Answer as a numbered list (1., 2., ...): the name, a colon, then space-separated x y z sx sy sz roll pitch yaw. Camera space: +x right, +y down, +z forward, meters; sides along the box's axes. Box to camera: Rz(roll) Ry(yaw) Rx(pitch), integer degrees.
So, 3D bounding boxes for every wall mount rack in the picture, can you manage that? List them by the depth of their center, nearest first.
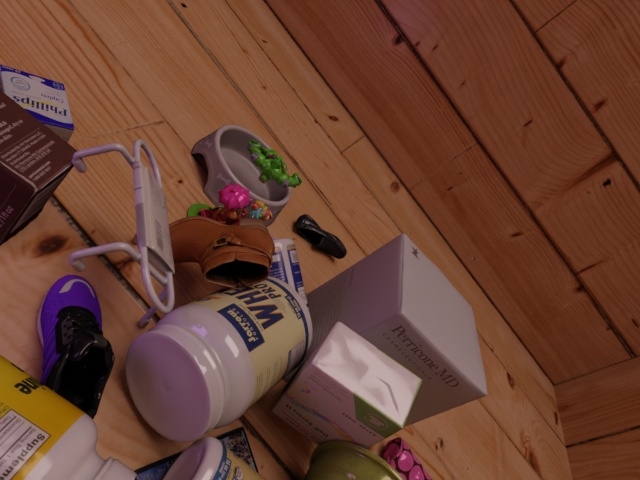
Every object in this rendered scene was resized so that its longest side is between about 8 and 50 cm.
1. wall mount rack: -0.342 0.000 0.805 0.304 0.130 0.350 83 -8 -61

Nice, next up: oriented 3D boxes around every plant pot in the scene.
1. plant pot: 0.024 0.577 0.812 0.253 0.276 0.276 -31 86 -50

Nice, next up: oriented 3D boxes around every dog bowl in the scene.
1. dog bowl: -0.233 -0.214 1.374 0.348 0.102 0.349 37 33 -30

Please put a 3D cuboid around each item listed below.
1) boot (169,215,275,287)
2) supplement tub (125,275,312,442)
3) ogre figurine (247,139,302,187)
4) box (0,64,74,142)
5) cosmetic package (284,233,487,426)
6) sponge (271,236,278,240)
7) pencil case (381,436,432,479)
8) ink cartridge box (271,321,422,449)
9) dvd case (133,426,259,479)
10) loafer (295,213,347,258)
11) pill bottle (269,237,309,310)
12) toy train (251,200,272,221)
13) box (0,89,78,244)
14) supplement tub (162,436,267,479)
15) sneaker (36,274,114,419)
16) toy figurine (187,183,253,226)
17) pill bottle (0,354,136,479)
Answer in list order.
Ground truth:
1. boot: -0.238 0.037 0.924 0.283 0.109 0.220 -3 27 -8
2. supplement tub: -0.185 0.217 0.864 0.236 0.235 0.324 58 29 5
3. ogre figurine: -0.146 -0.226 1.316 0.197 0.096 0.118 59 16 -16
4. box: -0.610 -0.280 0.918 0.126 0.072 0.137 3 58 -54
5. cosmetic package: 0.168 0.264 1.172 0.329 0.393 0.328 44 31 -17
6. sponge: -0.116 0.089 1.304 0.117 0.031 0.210 21 43 -45
7. pencil case: 0.251 0.661 1.203 0.098 0.095 0.209 -37 89 -40
8. ink cartridge box: 0.030 0.348 0.932 0.207 0.354 0.119 34 47 4
9. dvd case: -0.207 0.468 0.792 0.253 0.022 0.181 4 55 -54
10. loafer: 0.000 0.000 1.529 0.223 0.076 0.078 39 38 -18
11. pill bottle: -0.114 0.137 1.090 0.153 0.153 0.265 -6 82 -57
12. toy train: -0.170 -0.043 1.231 0.166 0.046 0.125 85 21 -77
13. box: -0.618 -0.186 0.689 0.381 0.191 0.143 43 32 -20
14. supplement tub: -0.158 0.443 0.718 0.200 0.144 0.144 46 30 -14
15. sneaker: -0.388 0.172 0.703 0.102 0.146 0.294 22 43 -44
16. toy figurine: -0.241 -0.083 1.168 0.173 0.159 0.130 8 53 -53
17. pill bottle: -0.401 0.251 0.510 0.333 0.188 0.188 39 31 -7
